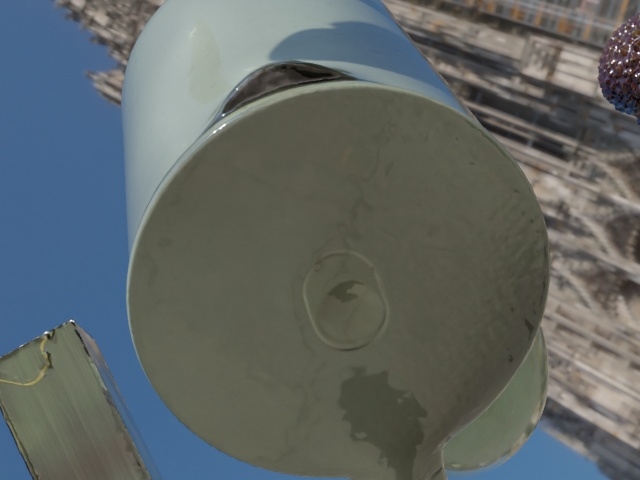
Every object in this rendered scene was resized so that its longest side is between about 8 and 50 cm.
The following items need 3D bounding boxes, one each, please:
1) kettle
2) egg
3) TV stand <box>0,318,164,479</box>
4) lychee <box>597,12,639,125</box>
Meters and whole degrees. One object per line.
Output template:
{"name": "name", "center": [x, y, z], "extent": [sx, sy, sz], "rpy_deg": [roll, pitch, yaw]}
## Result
{"name": "kettle", "center": [-0.014, -0.005, 0.687], "extent": [0.205, 0.318, 0.265], "rpy_deg": [10, -71, -14]}
{"name": "egg", "center": [0.152, 0.150, 1.564], "extent": [0.276, 0.276, 0.389], "rpy_deg": [-43, -46, -16]}
{"name": "TV stand", "center": [-0.154, 0.198, 0.904], "extent": [0.082, 0.270, 0.088], "rpy_deg": [-28, -15, -5]}
{"name": "lychee", "center": [0.469, -0.238, 1.642], "extent": [0.188, 0.188, 0.188], "rpy_deg": [-18, -59, -33]}
